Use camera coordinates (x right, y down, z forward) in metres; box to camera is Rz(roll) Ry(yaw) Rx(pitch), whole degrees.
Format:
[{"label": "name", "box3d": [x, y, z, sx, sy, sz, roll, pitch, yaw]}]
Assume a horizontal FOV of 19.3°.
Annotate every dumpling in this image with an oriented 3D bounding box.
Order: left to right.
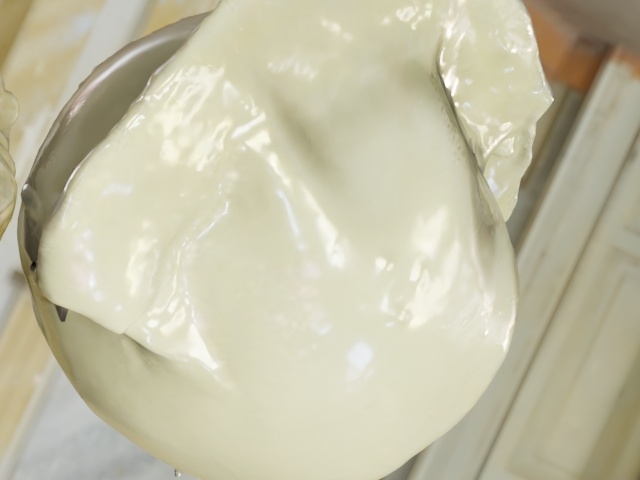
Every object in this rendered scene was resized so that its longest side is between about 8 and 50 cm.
[{"label": "dumpling", "box3d": [-0.001, -0.001, 0.476, 0.176, 0.150, 0.092, 51, -171, -39]}]

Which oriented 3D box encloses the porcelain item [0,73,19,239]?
[{"label": "porcelain item", "box3d": [-0.091, -0.076, 0.396, 0.054, 0.084, 0.213, 3, -127, -20]}]
